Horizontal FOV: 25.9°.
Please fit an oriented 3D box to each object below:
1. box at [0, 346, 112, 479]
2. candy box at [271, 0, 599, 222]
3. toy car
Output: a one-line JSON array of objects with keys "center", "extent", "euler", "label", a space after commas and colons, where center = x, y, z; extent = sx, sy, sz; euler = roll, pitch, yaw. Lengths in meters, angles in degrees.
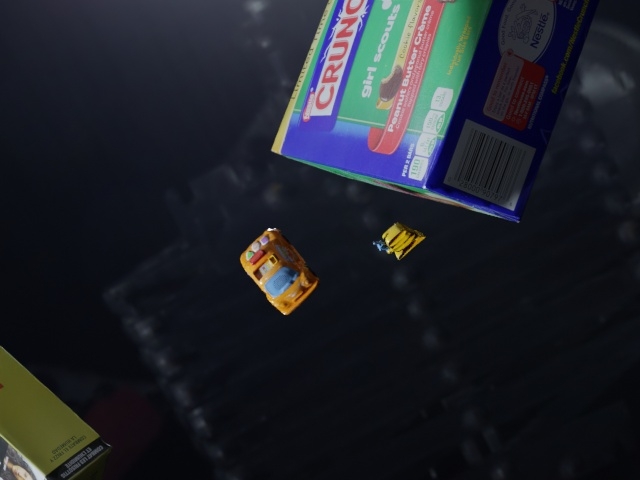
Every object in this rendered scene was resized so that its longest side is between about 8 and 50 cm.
[{"center": [-0.258, 0.118, 1.022], "extent": [0.058, 0.232, 0.087], "euler": [-33, 155, -42], "label": "box"}, {"center": [0.107, -0.177, 1.349], "extent": [0.317, 0.122, 0.268], "euler": [19, -91, 63], "label": "candy box"}, {"center": [0.000, 0.000, 0.901], "extent": [0.122, 0.060, 0.040], "euler": [-28, 154, 17], "label": "toy car"}]
